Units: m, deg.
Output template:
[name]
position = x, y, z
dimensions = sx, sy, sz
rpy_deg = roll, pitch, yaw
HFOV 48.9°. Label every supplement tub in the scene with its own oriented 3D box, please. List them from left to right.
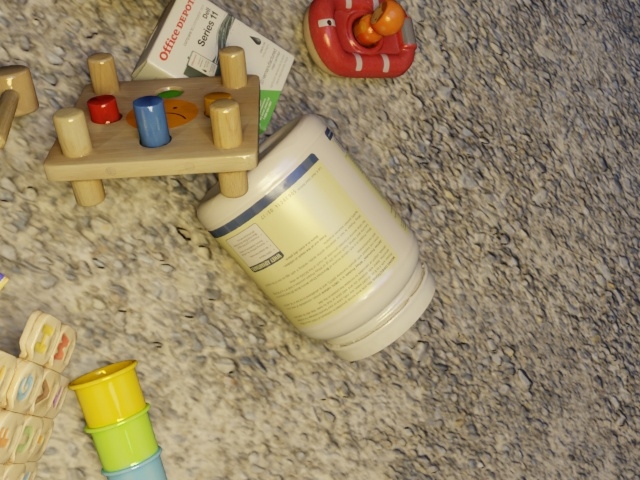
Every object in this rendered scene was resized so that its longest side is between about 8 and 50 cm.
[supplement tub]
position = 0.000, 0.000, 1.068
dimensions = 0.325, 0.235, 0.235
rpy_deg = 50, 61, -14

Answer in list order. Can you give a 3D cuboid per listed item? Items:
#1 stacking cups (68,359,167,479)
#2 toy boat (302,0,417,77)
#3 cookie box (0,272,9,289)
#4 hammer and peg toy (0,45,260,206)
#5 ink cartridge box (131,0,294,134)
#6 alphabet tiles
[stacking cups]
position = -0.241, 0.324, 0.958
dimensions = 0.096, 0.096, 0.316
rpy_deg = -22, 95, -32
[toy boat]
position = 0.088, -0.372, 1.233
dimensions = 0.231, 0.151, 0.151
rpy_deg = -8, 86, -32
[cookie box]
position = -0.471, 0.054, 0.893
dimensions = 0.107, 0.040, 0.092
rpy_deg = 42, 63, -19
[hammer and peg toy]
position = -0.259, -0.147, 0.919
dimensions = 0.361, 0.266, 0.127
rpy_deg = -4, 125, -2
[ink cartridge box]
position = -0.166, -0.271, 1.103
dimensions = 0.208, 0.087, 0.153
rpy_deg = 27, 68, -23
[alphabet tiles]
position = -0.354, 0.226, 0.809
dimensions = 0.021, 0.278, 0.284
rpy_deg = 16, 71, 2
